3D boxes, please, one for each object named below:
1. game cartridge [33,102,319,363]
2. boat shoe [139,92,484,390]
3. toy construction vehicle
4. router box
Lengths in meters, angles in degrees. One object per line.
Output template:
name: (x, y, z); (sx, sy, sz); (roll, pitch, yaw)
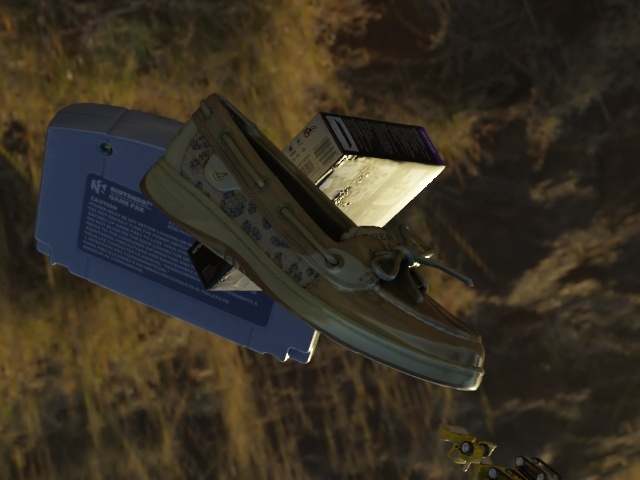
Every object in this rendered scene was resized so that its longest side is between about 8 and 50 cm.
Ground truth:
game cartridge: (-0.121, -0.012, 1.292); (0.294, 0.060, 0.196); (23, 134, 6)
boat shoe: (0.000, 0.000, 0.930); (0.089, 0.285, 0.104); (-58, 157, 6)
toy construction vehicle: (0.137, 0.181, 1.074); (0.086, 0.098, 0.035); (13, 105, -45)
router box: (-0.004, -0.026, 1.120); (0.133, 0.046, 0.179); (3, 141, -49)
